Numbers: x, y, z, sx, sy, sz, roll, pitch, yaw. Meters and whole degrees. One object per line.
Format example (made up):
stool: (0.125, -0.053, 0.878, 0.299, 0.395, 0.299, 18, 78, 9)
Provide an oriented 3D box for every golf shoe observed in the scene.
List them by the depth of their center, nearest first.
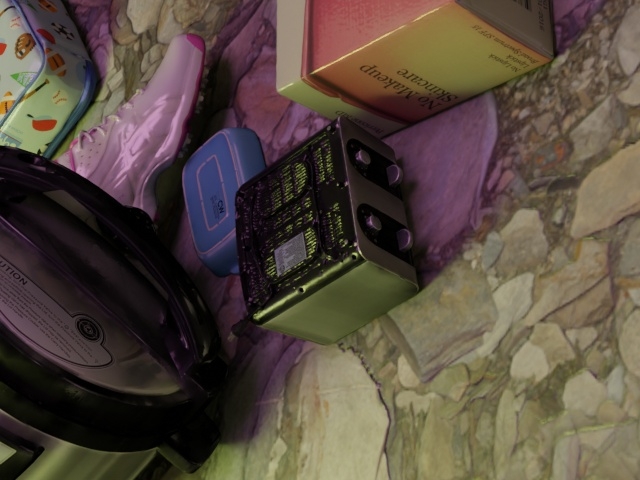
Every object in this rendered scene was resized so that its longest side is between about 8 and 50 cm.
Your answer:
golf shoe: (-0.226, -0.108, 1.722, 0.115, 0.140, 0.306, 178, 114, -80)

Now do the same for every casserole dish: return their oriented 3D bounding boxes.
casserole dish: (-0.108, -0.048, 1.657, 0.114, 0.037, 0.188, -39, 48, 30)

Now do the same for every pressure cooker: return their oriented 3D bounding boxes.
pressure cooker: (-0.321, 0.116, 1.551, 0.420, 0.370, 0.375, -47, 45, 23)

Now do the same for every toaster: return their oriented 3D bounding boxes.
toaster: (0.000, 0.000, 1.455, 0.186, 0.110, 0.168, -33, 49, 33)

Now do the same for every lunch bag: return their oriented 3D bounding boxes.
lunch bag: (-0.434, -0.220, 2.046, 0.243, 0.115, 0.303, -52, 42, 20)

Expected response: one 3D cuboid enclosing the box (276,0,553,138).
box: (0.087, -0.209, 1.427, 0.232, 0.148, 0.127, -23, 57, 41)
